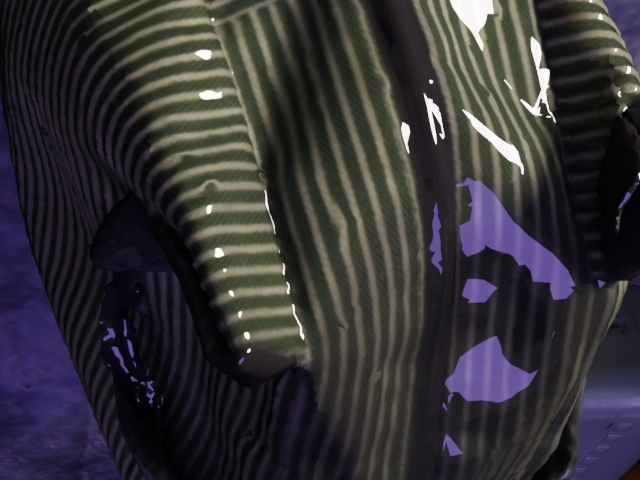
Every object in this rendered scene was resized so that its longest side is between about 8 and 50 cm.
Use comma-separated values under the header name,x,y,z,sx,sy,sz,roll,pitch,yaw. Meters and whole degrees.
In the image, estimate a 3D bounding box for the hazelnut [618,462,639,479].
name,x,y,z,sx,sy,sz,roll,pitch,yaw
hazelnut,0.286,0.293,1.082,0.210,0.186,0.210,-10,144,-7

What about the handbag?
name,x,y,z,sx,sy,sz,roll,pitch,yaw
handbag,0.000,0.000,0.541,0.247,0.240,0.340,-10,143,-14

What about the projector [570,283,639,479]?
name,x,y,z,sx,sy,sz,roll,pitch,yaw
projector,0.105,0.130,0.868,0.198,0.108,0.250,1,144,-21
